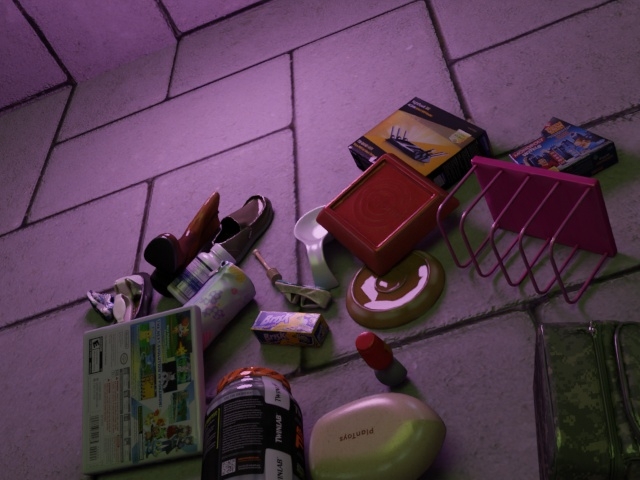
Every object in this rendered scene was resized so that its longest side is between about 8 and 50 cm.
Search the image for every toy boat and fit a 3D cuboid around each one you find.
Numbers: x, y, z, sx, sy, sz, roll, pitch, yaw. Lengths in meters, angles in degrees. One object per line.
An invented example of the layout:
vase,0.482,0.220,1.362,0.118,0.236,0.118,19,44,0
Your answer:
toy boat,0.114,0.330,1.569,0.268,0.148,0.318,-16,46,24

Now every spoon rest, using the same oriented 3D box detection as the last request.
spoon rest,0.000,0.000,2.052,0.137,0.084,0.276,-20,39,12

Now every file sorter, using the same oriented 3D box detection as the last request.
file sorter,0.412,-0.018,1.713,0.291,0.202,0.182,18,59,44

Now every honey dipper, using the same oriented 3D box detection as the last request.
honey dipper,-0.137,0.062,2.116,0.030,0.030,0.160,-33,33,-6

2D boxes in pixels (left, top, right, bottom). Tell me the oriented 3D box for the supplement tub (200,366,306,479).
supplement tub,-0.125,0.403,1.572,0.194,0.193,0.316,-20,39,12

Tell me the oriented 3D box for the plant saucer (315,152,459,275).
plant saucer,0.147,-0.080,1.968,0.259,0.047,0.258,-41,51,-9

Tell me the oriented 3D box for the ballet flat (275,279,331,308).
ballet flat,-0.048,0.127,1.963,0.168,0.057,0.052,7,78,41

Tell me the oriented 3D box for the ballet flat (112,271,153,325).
ballet flat,-0.489,0.154,2.175,0.095,0.096,0.280,-23,37,9

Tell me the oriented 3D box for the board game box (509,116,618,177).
board game box,0.552,-0.204,1.956,0.194,0.060,0.194,-28,36,1

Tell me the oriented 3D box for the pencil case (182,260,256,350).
pencil case,-0.275,0.174,1.991,0.113,0.124,0.273,27,63,33

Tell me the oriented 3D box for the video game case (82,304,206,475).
video game case,-0.393,0.329,1.852,0.300,0.036,0.329,-15,64,18

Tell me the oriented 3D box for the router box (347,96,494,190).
router box,0.252,-0.233,2.162,0.243,0.081,0.309,-37,38,-11

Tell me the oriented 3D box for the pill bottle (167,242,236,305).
pill bottle,-0.294,0.091,2.107,0.169,0.094,0.094,-46,39,-8

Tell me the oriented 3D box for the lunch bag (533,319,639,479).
lunch bag,0.479,0.276,1.336,0.256,0.212,0.305,0,44,9

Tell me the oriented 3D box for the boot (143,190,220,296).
boot,-0.331,-0.017,2.173,0.096,0.264,0.280,26,59,15

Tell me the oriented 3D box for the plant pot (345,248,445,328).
plant pot,0.161,0.097,1.879,0.236,0.032,0.236,-17,38,14

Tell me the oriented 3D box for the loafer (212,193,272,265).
loafer,-0.208,-0.040,2.227,0.094,0.087,0.251,-1,45,32

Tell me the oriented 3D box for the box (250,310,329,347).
box,-0.070,0.199,1.889,0.169,0.054,0.059,-1,45,33

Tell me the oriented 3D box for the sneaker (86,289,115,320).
sneaker,-0.584,0.169,2.266,0.058,0.052,0.135,-34,44,-23
